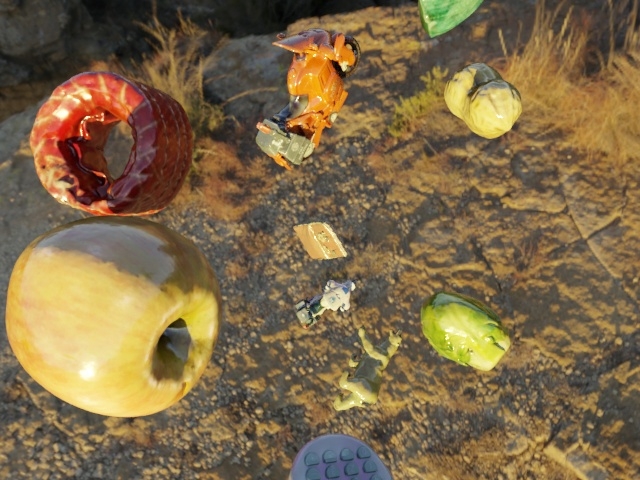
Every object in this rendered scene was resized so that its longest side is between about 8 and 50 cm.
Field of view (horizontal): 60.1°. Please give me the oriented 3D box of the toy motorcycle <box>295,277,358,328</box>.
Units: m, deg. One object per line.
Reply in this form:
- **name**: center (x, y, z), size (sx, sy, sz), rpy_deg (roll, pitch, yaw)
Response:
- **toy motorcycle**: center (0.015, 0.184, 1.673), size (0.221, 0.102, 0.150), rpy_deg (-34, 1, 25)

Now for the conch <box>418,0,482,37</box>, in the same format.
- **conch**: center (0.168, -0.395, 0.734), size (0.134, 0.202, 0.196), rpy_deg (-10, 83, 26)

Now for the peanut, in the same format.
- **peanut**: center (0.371, -0.322, 1.268), size (0.147, 0.146, 0.305), rpy_deg (-16, 35, 5)

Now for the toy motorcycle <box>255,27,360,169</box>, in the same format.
- **toy motorcycle**: center (-0.040, -0.320, 1.206), size (0.148, 0.221, 0.325), rpy_deg (35, 101, 42)

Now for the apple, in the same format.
- **apple**: center (-0.397, 0.136, 1.075), size (0.347, 0.391, 0.391), rpy_deg (15, 58, 20)

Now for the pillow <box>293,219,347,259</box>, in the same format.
- **pillow**: center (0.000, 0.000, 1.608), size (0.043, 0.126, 0.233), rpy_deg (-34, 11, -23)

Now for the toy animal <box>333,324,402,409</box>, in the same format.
- **toy animal**: center (0.112, 0.291, 1.274), size (0.101, 0.103, 0.218), rpy_deg (18, 55, 11)

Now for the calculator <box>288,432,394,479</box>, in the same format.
- **calculator**: center (0.047, 0.417, 0.770), size (0.186, 0.041, 0.298), rpy_deg (2, 50, -25)

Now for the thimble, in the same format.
- **thimble**: center (-0.507, -0.232, 1.373), size (0.351, 0.230, 0.349), rpy_deg (1, 93, 11)

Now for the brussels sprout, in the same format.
- **brussels sprout**: center (0.341, 0.205, 1.319), size (0.223, 0.223, 0.161), rpy_deg (22, 67, 31)
